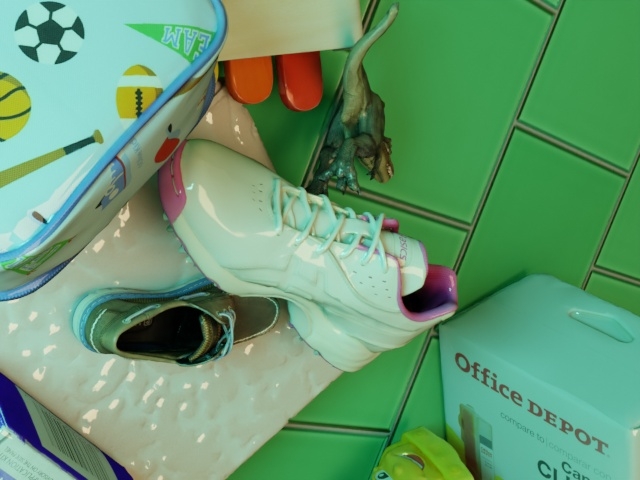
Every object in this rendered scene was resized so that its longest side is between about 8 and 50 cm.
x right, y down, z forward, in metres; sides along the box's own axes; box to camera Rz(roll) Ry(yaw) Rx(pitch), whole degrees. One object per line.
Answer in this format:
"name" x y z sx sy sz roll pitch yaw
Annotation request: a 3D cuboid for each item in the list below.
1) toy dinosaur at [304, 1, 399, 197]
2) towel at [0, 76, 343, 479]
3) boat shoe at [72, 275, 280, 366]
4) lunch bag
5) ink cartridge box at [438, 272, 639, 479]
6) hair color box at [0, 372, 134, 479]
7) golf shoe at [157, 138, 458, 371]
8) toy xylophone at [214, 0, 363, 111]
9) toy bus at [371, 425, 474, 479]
"toy dinosaur" 0.027 -0.088 0.849 0.268 0.064 0.118 85 29 -72
"towel" -0.134 0.078 0.862 0.317 0.053 0.332 -40 129 -19
"boat shoe" -0.102 0.071 0.805 0.183 0.066 0.066 -7 112 -36
"lunch bag" -0.223 -0.125 0.565 0.303 0.115 0.243 39 72 0
"ink cartridge box" 0.289 0.270 1.145 0.160 0.279 0.385 -24 122 -29
"hair color box" -0.306 0.267 0.727 0.339 0.110 0.185 -42 129 -4
"golf shoe" 0.000 0.000 0.798 0.306 0.140 0.115 38 41 -45
"toy xylophone" -0.089 -0.218 0.745 0.322 0.081 0.236 -4 96 -36
"toy bus" 0.061 0.337 1.092 0.211 0.149 0.220 -8 112 -20
